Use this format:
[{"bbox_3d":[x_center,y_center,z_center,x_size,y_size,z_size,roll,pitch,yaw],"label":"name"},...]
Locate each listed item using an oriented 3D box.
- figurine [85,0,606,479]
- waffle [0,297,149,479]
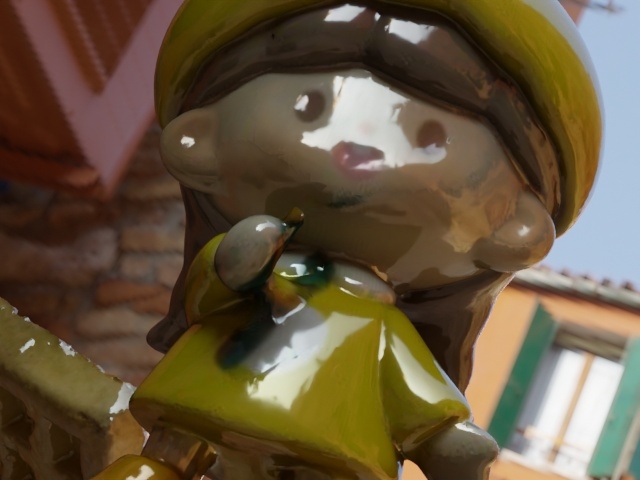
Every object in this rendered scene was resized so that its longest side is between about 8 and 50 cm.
[{"bbox_3d":[0.000,0.000,0.752,0.215,0.344,0.187,24,-32,1],"label":"figurine"},{"bbox_3d":[-0.222,0.145,1.228,0.247,0.055,0.221,29,-43,29],"label":"waffle"}]
